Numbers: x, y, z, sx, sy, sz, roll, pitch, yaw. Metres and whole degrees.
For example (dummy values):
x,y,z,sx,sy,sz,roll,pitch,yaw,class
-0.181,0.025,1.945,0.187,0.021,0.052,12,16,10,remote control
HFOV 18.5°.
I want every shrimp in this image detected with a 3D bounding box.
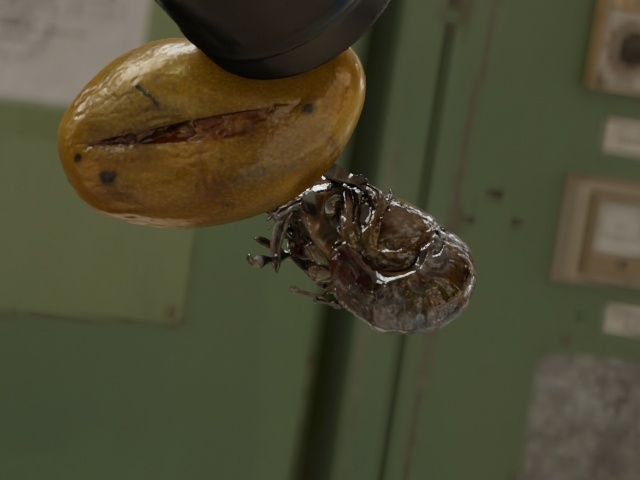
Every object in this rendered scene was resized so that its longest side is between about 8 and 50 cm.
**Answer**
x,y,z,sx,sy,sz,roll,pitch,yaw,class
0.005,-0.001,1.934,0.343,0.145,0.116,28,-16,34,shrimp

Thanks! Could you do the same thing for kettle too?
x,y,z,sx,sy,sz,roll,pitch,yaw,class
-0.111,-0.336,1.643,0.324,0.228,0.321,43,8,-50,kettle

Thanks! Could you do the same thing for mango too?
x,y,z,sx,sy,sz,roll,pitch,yaw,class
-0.103,-0.102,1.787,0.295,0.177,0.120,-11,-6,21,mango
